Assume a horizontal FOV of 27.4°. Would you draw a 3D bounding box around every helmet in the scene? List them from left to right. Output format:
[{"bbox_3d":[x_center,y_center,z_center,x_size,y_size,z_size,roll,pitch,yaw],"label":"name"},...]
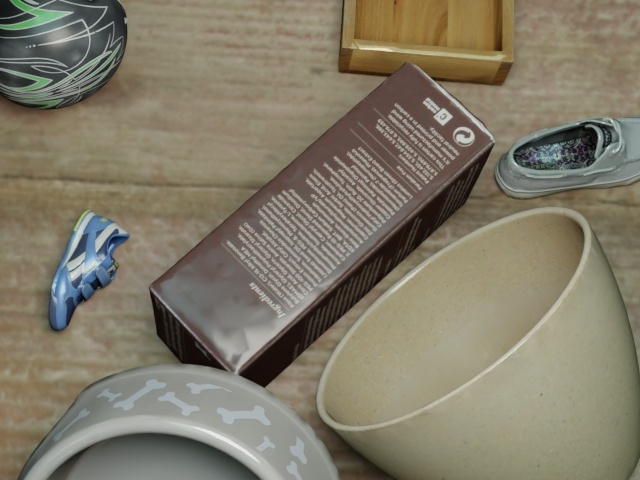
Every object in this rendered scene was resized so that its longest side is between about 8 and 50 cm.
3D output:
[{"bbox_3d":[-0.309,-0.230,1.494,0.169,0.169,0.161,-42,63,-16],"label":"helmet"}]

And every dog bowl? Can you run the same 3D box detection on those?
[{"bbox_3d":[-0.145,0.299,1.267,0.349,0.102,0.348,1,103,6],"label":"dog bowl"}]

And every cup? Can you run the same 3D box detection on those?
[{"bbox_3d":[0.195,0.159,1.346,0.331,0.331,0.237,-43,108,-16],"label":"cup"}]

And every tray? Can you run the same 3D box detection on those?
[{"bbox_3d":[0.135,-0.399,1.631,0.203,0.076,0.410,4,70,-3],"label":"tray"}]

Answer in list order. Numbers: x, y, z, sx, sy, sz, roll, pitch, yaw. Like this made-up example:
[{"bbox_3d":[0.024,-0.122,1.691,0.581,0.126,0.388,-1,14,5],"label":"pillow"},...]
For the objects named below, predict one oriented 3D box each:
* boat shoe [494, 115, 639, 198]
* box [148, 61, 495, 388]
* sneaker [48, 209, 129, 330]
[{"bbox_3d":[0.319,-0.104,1.539,0.228,0.081,0.079,-14,73,-8],"label":"boat shoe"},{"bbox_3d":[0.000,0.000,1.424,0.143,0.191,0.381,44,73,10],"label":"box"},{"bbox_3d":[-0.261,0.037,1.463,0.059,0.053,0.144,19,72,0],"label":"sneaker"}]
